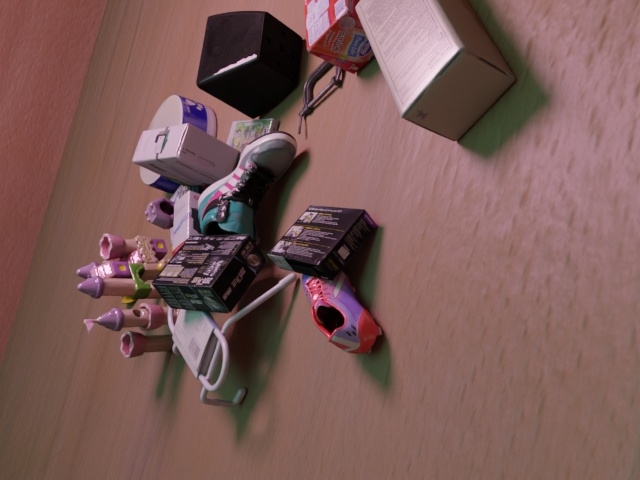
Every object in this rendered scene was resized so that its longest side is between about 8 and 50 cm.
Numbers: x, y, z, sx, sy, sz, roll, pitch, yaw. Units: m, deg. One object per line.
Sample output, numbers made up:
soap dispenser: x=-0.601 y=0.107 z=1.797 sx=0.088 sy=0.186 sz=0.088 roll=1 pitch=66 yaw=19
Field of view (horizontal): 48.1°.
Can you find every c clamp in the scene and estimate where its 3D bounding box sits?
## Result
c clamp: x=0.001 y=-0.317 z=1.506 sx=0.161 sy=0.022 sz=0.137 roll=-42 pitch=38 yaw=40

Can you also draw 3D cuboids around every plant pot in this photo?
plant pot: x=-0.146 y=-0.414 z=1.633 sx=0.167 sy=0.187 sz=0.188 roll=-10 pitch=66 yaw=39

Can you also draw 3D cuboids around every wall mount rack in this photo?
wall mount rack: x=-0.194 y=0.155 z=1.479 sx=0.350 sy=0.130 sz=0.304 roll=39 pitch=111 yaw=55

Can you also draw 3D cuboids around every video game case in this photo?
video game case: x=-0.183 y=-0.195 z=1.710 sx=0.212 sy=0.023 sz=0.193 roll=11 pitch=85 yaw=57

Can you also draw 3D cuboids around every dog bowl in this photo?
dog bowl: x=-0.396 y=-0.262 z=1.980 sx=0.265 sy=0.104 sz=0.265 roll=-30 pitch=51 yaw=46

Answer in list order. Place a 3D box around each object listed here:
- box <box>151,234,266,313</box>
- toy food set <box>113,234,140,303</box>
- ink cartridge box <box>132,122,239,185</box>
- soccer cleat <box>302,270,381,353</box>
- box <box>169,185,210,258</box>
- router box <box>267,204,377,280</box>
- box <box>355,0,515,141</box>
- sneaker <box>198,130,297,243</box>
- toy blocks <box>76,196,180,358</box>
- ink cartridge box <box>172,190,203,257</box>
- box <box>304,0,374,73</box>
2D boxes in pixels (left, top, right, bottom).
box: x=-0.224 y=0.064 z=1.448 sx=0.180 sy=0.077 sz=0.147 roll=-1 pitch=43 yaw=38
toy food set: x=-0.582 y=0.088 z=2.117 sx=0.128 sy=0.071 sz=0.218 roll=-52 pitch=38 yaw=28
ink cartridge box: x=-0.325 y=-0.202 z=1.732 sx=0.219 sy=0.160 sz=0.092 roll=2 pitch=72 yaw=48
soccer cleat: x=0.014 y=0.103 z=1.216 sx=0.083 sy=0.095 sz=0.248 roll=-61 pitch=35 yaw=17
box: x=-0.333 y=-0.059 z=1.845 sx=0.159 sy=0.044 sz=0.233 roll=-45 pitch=42 yaw=35
router box: x=0.000 y=0.000 z=1.281 sx=0.133 sy=0.046 sz=0.179 roll=-49 pitch=28 yaw=-19
box: x=0.174 y=-0.323 z=1.158 sx=0.148 sy=0.121 sz=0.311 roll=-46 pitch=41 yaw=34
sneaker: x=-0.156 y=-0.086 z=1.503 sx=0.295 sy=0.124 sz=0.178 roll=-40 pitch=39 yaw=30
toy blocks: x=-0.453 y=0.086 z=1.698 sx=0.309 sy=0.260 sz=0.288 roll=-50 pitch=53 yaw=33
ink cartridge box: x=-0.268 y=-0.013 z=1.653 sx=0.072 sy=0.127 sz=0.175 roll=-36 pitch=47 yaw=40
box: x=0.051 y=-0.476 z=1.410 sx=0.128 sy=0.123 sz=0.257 roll=-36 pitch=48 yaw=42
